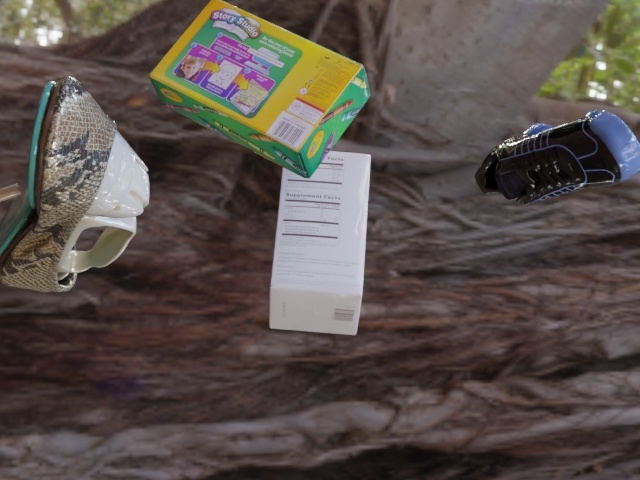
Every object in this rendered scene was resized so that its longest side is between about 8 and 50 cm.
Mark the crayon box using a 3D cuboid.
[{"bbox_3d":[-0.089,-0.226,1.610,0.278,0.081,0.165,29,-109,22],"label":"crayon box"}]

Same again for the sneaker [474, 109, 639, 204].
[{"bbox_3d":[0.236,-0.074,1.123,0.081,0.090,0.232,57,-11,-9],"label":"sneaker"}]

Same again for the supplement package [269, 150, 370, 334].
[{"bbox_3d":[0.000,0.000,1.663,0.139,0.133,0.244,95,0,-60],"label":"supplement package"}]

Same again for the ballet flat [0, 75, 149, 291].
[{"bbox_3d":[-0.332,-0.056,1.515,0.483,0.182,0.164,132,-27,-55],"label":"ballet flat"}]

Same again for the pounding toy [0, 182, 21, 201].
[{"bbox_3d":[-0.529,-0.128,1.472,0.237,0.183,0.110,65,-20,-8],"label":"pounding toy"}]
